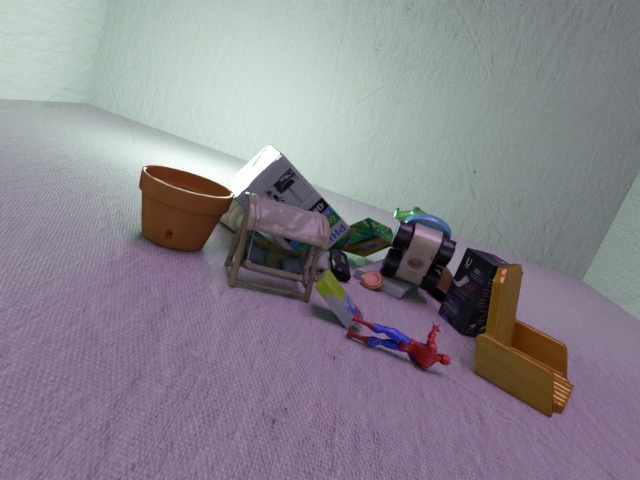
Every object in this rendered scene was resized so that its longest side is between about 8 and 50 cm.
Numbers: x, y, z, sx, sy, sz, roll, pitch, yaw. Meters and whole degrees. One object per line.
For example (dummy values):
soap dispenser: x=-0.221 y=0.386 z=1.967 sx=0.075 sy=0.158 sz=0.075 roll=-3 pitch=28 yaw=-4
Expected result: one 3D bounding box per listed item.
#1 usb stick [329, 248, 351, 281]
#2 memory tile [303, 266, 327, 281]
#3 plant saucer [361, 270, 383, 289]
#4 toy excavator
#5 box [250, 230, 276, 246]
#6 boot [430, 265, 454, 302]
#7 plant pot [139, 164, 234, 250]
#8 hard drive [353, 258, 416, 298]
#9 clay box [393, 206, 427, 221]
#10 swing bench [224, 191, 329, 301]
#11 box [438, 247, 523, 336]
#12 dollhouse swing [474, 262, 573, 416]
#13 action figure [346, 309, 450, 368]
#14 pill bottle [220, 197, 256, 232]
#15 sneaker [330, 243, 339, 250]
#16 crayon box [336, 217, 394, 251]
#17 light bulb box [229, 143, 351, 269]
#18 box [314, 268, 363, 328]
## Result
usb stick: x=0.073 y=0.091 z=1.900 sx=0.077 sy=0.045 sz=0.278 roll=21 pitch=14 yaw=-6
memory tile: x=-0.014 y=0.118 z=1.749 sx=0.113 sy=0.012 sz=0.148 roll=17 pitch=14 yaw=-11
plant saucer: x=0.192 y=0.144 z=1.831 sx=0.084 sy=0.013 sz=0.083 roll=0 pitch=48 yaw=0
toy excavator: x=0.398 y=0.017 z=2.022 sx=0.222 sy=0.432 sz=0.445 roll=21 pitch=43 yaw=6
box: x=-0.215 y=0.019 z=1.761 sx=0.059 sy=0.054 sz=0.169 roll=8 pitch=18 yaw=-40
boot: x=0.484 y=0.172 z=2.060 sx=0.115 sy=0.112 sz=0.305 roll=1 pitch=24 yaw=-26
plant pot: x=-0.445 y=-0.097 z=1.578 sx=0.291 sy=0.203 sz=0.291 roll=19 pitch=15 yaw=-5
hard drive: x=0.282 y=0.148 z=1.983 sx=0.203 sy=0.040 sz=0.307 roll=26 pitch=15 yaw=22
clay box: x=0.443 y=-0.074 z=2.179 sx=0.222 sy=0.053 sz=0.127 roll=31 pitch=-17 yaw=-33
swing bench: x=-0.127 y=0.016 z=1.480 sx=0.253 sy=0.254 sz=0.165 roll=14 pitch=16 yaw=-22
box: x=0.562 y=0.187 z=1.749 sx=0.143 sy=0.270 sz=0.165 roll=14 pitch=16 yaw=-23
dollhouse swing: x=0.646 y=0.272 z=1.484 sx=0.315 sy=0.304 sz=0.347 roll=28 pitch=15 yaw=29
action figure: x=0.225 y=0.263 z=1.366 sx=0.281 sy=0.091 sz=0.139 roll=22 pitch=23 yaw=10
pill bottle: x=-0.327 y=-0.100 z=1.924 sx=0.118 sy=0.117 sz=0.208 roll=5 pitch=20 yaw=-46
sneaker: x=0.000 y=0.000 z=2.122 sx=0.192 sy=0.064 sz=0.086 roll=15 pitch=7 yaw=-20
crayon box: x=0.192 y=-0.008 z=2.081 sx=0.278 sy=0.165 sz=0.081 roll=16 pitch=53 yaw=-61
light bulb box: x=-0.122 y=-0.135 z=1.812 sx=0.361 sy=0.225 sz=0.358 roll=47 pitch=2 yaw=-20
box: x=0.056 y=0.175 z=1.436 sx=0.178 sy=0.042 sz=0.109 roll=54 pitch=14 yaw=-6
